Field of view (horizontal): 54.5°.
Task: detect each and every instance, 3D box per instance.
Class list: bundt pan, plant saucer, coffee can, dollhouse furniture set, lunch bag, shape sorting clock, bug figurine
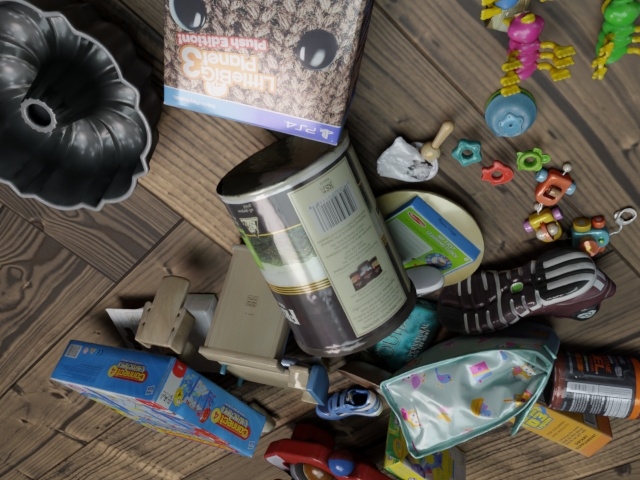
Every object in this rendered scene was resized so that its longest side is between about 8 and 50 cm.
[{"bbox_3d":[-0.380,-0.209,0.905,0.331,0.124,0.330,6,129,8],"label":"bundt pan"},{"bbox_3d":[0.127,0.275,1.181,0.199,0.036,0.198,24,165,7],"label":"plant saucer"},{"bbox_3d":[0.000,0.000,0.909,0.202,0.201,0.275,-15,115,24],"label":"coffee can"},{"bbox_3d":[-0.126,0.161,1.165,0.286,0.198,0.303,8,155,16],"label":"dollhouse furniture set"},{"bbox_3d":[0.266,0.226,1.014,0.262,0.223,0.160,-29,79,23],"label":"lunch bag"},{"bbox_3d":[0.157,0.000,0.995,0.206,0.040,0.206,15,140,13],"label":"shape sorting clock"},{"bbox_3d":[0.290,-0.273,0.687,0.279,0.072,0.216,-14,139,-6],"label":"bug figurine"}]

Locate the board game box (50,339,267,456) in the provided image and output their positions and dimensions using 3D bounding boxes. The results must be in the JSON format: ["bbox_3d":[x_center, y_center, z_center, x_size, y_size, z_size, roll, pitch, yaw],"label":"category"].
[{"bbox_3d":[-0.316,0.313,1.236,0.308,0.086,0.302,0,147,35],"label":"board game box"}]

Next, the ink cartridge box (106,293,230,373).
[{"bbox_3d":[-0.294,0.188,1.259,0.225,0.056,0.181,1,129,19],"label":"ink cartridge box"}]

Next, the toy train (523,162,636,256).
[{"bbox_3d":[0.373,-0.033,0.913,0.166,0.046,0.125,26,130,-7],"label":"toy train"}]

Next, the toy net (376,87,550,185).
[{"bbox_3d":[0.196,-0.127,0.885,0.232,0.045,0.122,-14,126,26],"label":"toy net"}]

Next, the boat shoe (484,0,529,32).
[{"bbox_3d":[0.240,-0.312,0.716,0.048,0.056,0.153,12,132,-8],"label":"boat shoe"}]

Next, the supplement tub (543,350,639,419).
[{"bbox_3d":[0.496,0.251,1.077,0.198,0.106,0.106,4,129,9],"label":"supplement tub"}]

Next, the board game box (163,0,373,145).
[{"bbox_3d":[-0.054,-0.295,0.743,0.232,0.141,0.291,13,130,3],"label":"board game box"}]

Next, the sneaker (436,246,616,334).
[{"bbox_3d":[0.338,0.105,1.004,0.162,0.106,0.281,23,151,-35],"label":"sneaker"}]

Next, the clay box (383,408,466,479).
[{"bbox_3d":[0.210,0.451,1.295,0.222,0.127,0.053,37,127,-16],"label":"clay box"}]

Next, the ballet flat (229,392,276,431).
[{"bbox_3d":[-0.173,0.376,1.377,0.168,0.057,0.052,21,121,-4],"label":"ballet flat"}]

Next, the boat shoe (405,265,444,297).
[{"bbox_3d":[0.147,0.074,1.017,0.142,0.049,0.040,-11,135,44],"label":"boat shoe"}]

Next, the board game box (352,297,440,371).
[{"bbox_3d":[0.140,0.171,1.149,0.126,0.026,0.186,15,130,1],"label":"board game box"}]

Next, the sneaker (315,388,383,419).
[{"bbox_3d":[0.054,0.333,1.279,0.144,0.053,0.059,-13,138,19],"label":"sneaker"}]

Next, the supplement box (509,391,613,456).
[{"bbox_3d":[0.421,0.316,1.167,0.233,0.080,0.078,25,127,-4],"label":"supplement box"}]

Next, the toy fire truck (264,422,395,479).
[{"bbox_3d":[0.043,0.499,1.305,0.302,0.169,0.254,36,143,-12],"label":"toy fire truck"}]
